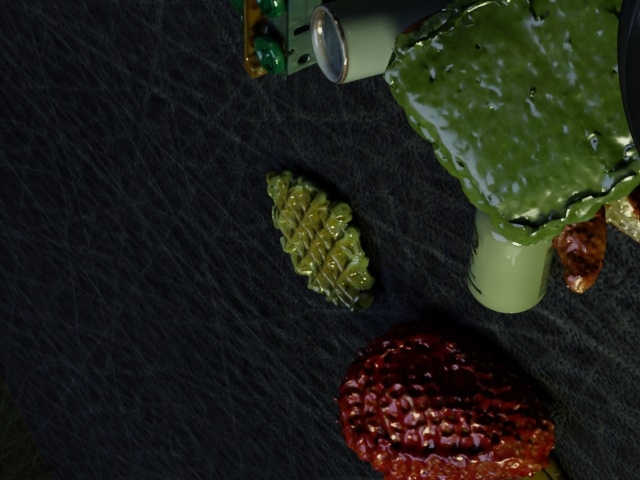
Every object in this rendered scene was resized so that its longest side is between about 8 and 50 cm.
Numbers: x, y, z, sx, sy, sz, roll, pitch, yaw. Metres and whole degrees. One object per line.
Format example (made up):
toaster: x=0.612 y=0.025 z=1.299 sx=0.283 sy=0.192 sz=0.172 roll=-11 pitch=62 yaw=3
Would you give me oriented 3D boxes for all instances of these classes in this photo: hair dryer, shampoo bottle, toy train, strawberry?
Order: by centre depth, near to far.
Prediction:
hair dryer: x=0.036 y=-0.261 z=1.409 sx=0.073 sy=0.131 sz=0.236 roll=131 pitch=121 yaw=-68
shampoo bottle: x=0.181 y=-0.006 z=1.484 sx=0.079 sy=0.079 sz=0.162 roll=40 pitch=152 yaw=27
toy train: x=-0.043 y=-0.253 z=1.555 sx=0.136 sy=0.091 sz=0.227 roll=53 pitch=158 yaw=28
strawberry: x=0.112 y=0.181 z=1.719 sx=0.286 sy=0.106 sz=0.188 roll=11 pitch=90 yaw=44

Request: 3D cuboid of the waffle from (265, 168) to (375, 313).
waffle: x=0.000 y=0.000 z=1.852 sx=0.169 sy=0.036 sz=0.183 roll=31 pitch=144 yaw=44

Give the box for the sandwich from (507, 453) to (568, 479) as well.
sandwich: x=0.220 y=0.351 z=1.845 sx=0.271 sy=0.099 sz=0.301 roll=-14 pitch=108 yaw=57

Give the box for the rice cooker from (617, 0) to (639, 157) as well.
rice cooker: x=0.317 y=-0.096 z=0.872 sx=0.264 sy=0.317 sz=0.316 roll=52 pitch=155 yaw=18

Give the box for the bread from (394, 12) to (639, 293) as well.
bread: x=0.173 y=-0.088 z=1.334 sx=0.269 sy=0.139 sz=0.095 roll=45 pitch=142 yaw=6

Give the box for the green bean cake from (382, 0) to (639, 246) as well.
green bean cake: x=0.178 y=-0.120 z=1.206 sx=0.214 sy=0.113 sz=0.200 roll=-38 pitch=89 yaw=22
